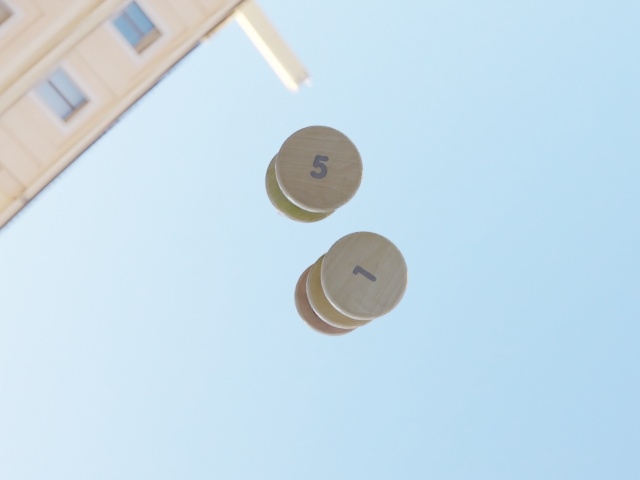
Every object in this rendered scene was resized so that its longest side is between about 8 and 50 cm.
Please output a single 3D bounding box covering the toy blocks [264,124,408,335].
[{"bbox_3d":[0.000,0.000,0.783,0.054,0.123,0.148,-21,175,-13],"label":"toy blocks"}]
